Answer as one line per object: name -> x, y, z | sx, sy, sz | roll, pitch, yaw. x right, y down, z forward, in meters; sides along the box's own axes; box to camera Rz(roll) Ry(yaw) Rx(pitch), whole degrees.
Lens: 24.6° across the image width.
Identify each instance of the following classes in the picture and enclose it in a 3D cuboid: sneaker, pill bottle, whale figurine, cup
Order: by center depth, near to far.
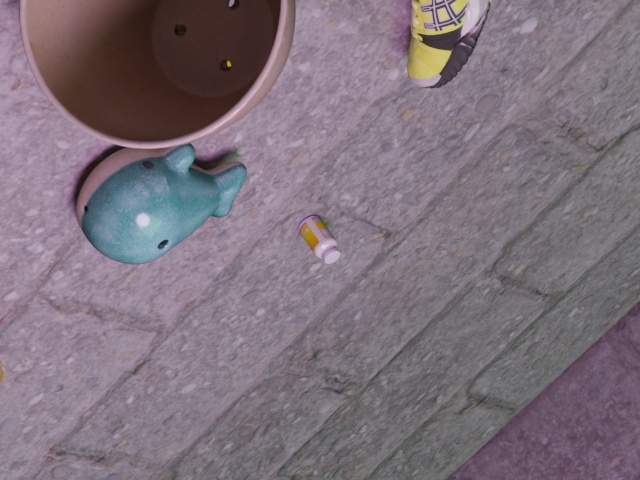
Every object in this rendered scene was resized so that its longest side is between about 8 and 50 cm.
cup -> -0.167, -0.270, 1.797 | 0.331, 0.331, 0.237 | -42, 170, 11
sneaker -> 0.177, -0.381, 2.132 | 0.147, 0.145, 0.385 | 9, 138, -9
whale figurine -> -0.220, -0.047, 2.157 | 0.272, 0.141, 0.216 | -6, 138, -39
pill bottle -> 0.000, 0.000, 2.481 | 0.043, 0.083, 0.043 | -24, 147, -17

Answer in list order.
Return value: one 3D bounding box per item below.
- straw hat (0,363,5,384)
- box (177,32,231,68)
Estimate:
straw hat -> -0.548, 0.178, 2.221 | 0.144, 0.061, 0.144 | -5, 143, -3
box -> -0.164, -0.257, 2.009 | 0.169, 0.059, 0.054 | -15, 144, -29
